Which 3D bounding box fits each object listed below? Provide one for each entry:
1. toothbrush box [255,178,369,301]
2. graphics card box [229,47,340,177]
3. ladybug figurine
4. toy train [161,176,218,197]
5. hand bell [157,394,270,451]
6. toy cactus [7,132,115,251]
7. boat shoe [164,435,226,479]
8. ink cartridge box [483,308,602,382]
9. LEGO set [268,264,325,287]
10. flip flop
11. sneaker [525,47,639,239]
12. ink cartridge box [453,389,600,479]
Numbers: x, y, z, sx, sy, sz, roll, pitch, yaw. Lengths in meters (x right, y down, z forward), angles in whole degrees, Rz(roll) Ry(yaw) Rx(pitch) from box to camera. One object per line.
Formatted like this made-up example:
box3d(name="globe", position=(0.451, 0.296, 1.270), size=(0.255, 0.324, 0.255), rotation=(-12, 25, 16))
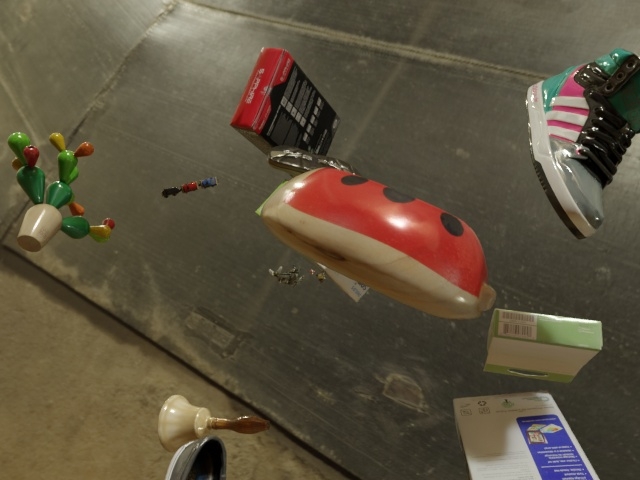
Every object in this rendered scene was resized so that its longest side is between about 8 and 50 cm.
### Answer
box3d(name="toothbrush box", position=(0.000, 0.000, 1.336), size=(0.122, 0.206, 0.283), rotation=(-47, 51, -4))
box3d(name="graphics card box", position=(-0.084, -0.339, 1.512), size=(0.094, 0.371, 0.232), rotation=(17, 82, 30))
box3d(name="ladybug figurine", position=(0.100, -0.007, 0.928), size=(0.449, 0.305, 0.161), rotation=(25, 92, 28))
box3d(name="toy train", position=(-0.350, -0.145, 1.439), size=(0.158, 0.036, 0.027), rotation=(-17, 91, -21))
box3d(name="hand bell", position=(-0.226, 0.408, 1.191), size=(0.242, 0.126, 0.126), rotation=(-7, 66, 21))
box3d(name="toy cactus", position=(-0.393, -0.055, 0.809), size=(0.112, 0.219, 0.180), rotation=(-8, 42, 8))
box3d(name="boat shoe", position=(-0.144, 0.326, 0.588), size=(0.076, 0.080, 0.228), rotation=(-44, 24, 36))
box3d(name="ink cartridge box", position=(0.395, 0.199, 0.981), size=(0.171, 0.235, 0.056), rotation=(5, 65, 15))
box3d(name="LEGO set", position=(-0.034, 0.056, 0.777), size=(0.083, 0.054, 0.023), rotation=(-2, 62, 10))
box3d(name="flip flop", position=(-0.008, -0.163, 1.374), size=(0.277, 0.080, 0.112), rotation=(18, 40, 3))
box3d(name="sneaker", position=(0.386, -0.147, 0.706), size=(0.178, 0.124, 0.295), rotation=(-28, 40, 38))
box3d(name="ink cartridge box", position=(0.295, 0.333, 0.765), size=(0.165, 0.332, 0.065), rotation=(-7, 103, 9))
